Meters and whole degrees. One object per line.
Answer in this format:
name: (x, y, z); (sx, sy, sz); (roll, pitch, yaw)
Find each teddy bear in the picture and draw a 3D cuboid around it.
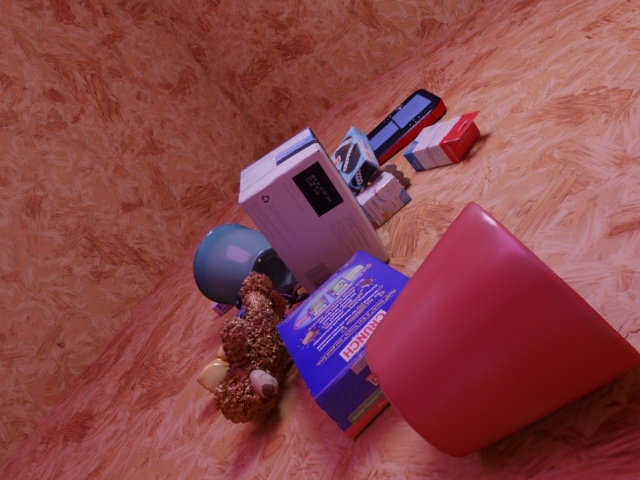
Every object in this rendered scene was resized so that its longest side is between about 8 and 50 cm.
teddy bear: (-0.132, 0.232, 1.052); (0.113, 0.245, 0.338); (-5, 32, 15)

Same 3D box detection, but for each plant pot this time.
plant pot: (-0.217, 0.089, 1.477); (0.255, 0.271, 0.271); (7, 51, 46)
plant pot: (0.208, 0.125, 0.613); (0.243, 0.275, 0.275); (-46, 18, 14)

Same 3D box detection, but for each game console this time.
game console: (0.314, -0.460, 1.875); (0.342, 0.060, 0.386); (-37, 20, 14)

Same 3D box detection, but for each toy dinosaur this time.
toy dinosaur: (-0.076, 0.148, 1.276); (0.268, 0.064, 0.118); (-25, 24, -28)

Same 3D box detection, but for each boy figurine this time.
boy figurine: (-0.244, 0.288, 1.291); (0.177, 0.092, 0.285); (112, 180, -54)

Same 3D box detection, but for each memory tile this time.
memory tile: (0.194, -0.181, 1.451); (0.148, 0.113, 0.012); (-25, 44, 37)

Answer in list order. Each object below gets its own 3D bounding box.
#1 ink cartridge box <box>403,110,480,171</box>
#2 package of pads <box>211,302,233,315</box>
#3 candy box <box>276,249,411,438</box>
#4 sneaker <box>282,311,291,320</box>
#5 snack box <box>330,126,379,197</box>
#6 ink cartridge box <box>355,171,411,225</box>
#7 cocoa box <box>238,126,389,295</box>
ink cartridge box: (0.372, -0.291, 1.390); (0.134, 0.078, 0.231); (-51, 21, -20)
package of pads: (-0.352, 0.233, 1.706); (0.083, 0.050, 0.032); (-38, 20, 12)
candy box: (0.072, 0.177, 0.928); (0.268, 0.122, 0.317); (-43, 19, -4)
sneaker: (-0.111, 0.232, 1.287); (0.119, 0.047, 0.057); (-21, 57, 33)
snack box: (0.053, -0.178, 1.492); (0.322, 0.060, 0.187); (-53, 32, 32)
ink cartridge box: (0.175, -0.117, 1.382); (0.143, 0.092, 0.090); (-42, 20, 3)
cocoa box: (-0.020, -0.069, 1.211); (0.231, 0.347, 0.228); (-32, 27, 8)
